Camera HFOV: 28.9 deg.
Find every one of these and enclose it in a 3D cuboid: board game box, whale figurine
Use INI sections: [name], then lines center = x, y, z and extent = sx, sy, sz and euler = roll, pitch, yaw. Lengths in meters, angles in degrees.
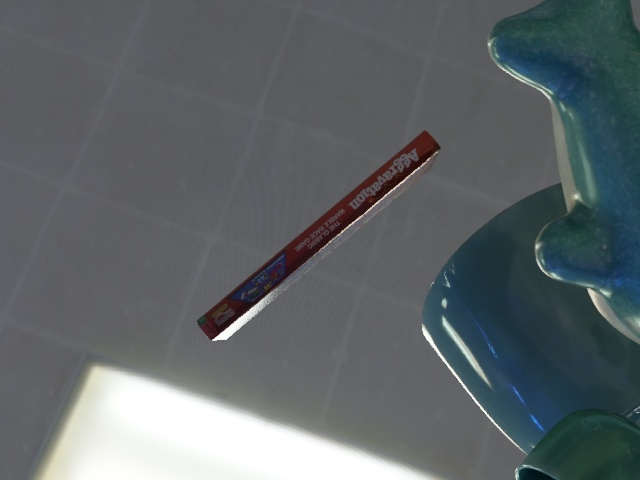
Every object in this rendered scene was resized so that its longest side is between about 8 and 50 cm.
[board game box]
center = 0.000, 0.000, 1.230
extent = 0.281, 0.145, 0.027
euler = -40, -93, -2
[whale figurine]
center = 0.224, -0.051, 0.773
extent = 0.216, 0.141, 0.272
euler = -37, -81, -13

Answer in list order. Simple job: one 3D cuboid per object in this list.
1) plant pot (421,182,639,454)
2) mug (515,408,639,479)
[plant pot]
center = 0.292, 0.115, 1.321
extent = 0.293, 0.293, 0.235
euler = -17, -128, -19
[mug]
center = 0.256, 0.221, 1.126
extent = 0.129, 0.158, 0.097
euler = 38, -110, 22
